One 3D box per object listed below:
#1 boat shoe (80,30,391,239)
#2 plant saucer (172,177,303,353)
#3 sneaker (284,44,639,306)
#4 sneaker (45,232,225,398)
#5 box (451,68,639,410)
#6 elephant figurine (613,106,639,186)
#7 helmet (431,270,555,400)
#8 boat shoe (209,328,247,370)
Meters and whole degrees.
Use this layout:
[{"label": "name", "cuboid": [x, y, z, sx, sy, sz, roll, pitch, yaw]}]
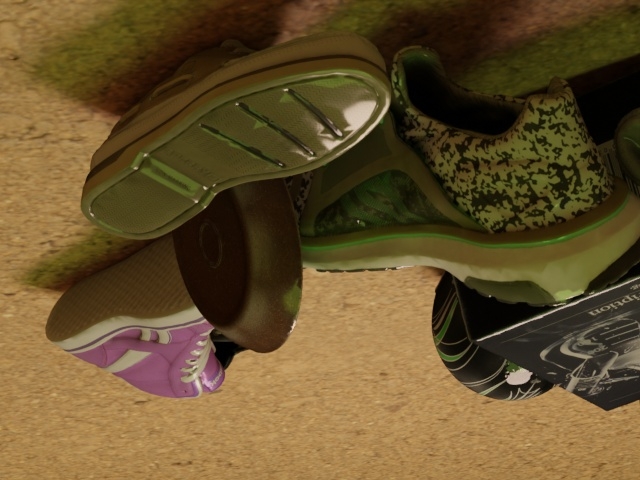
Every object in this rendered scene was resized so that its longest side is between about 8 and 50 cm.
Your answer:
[{"label": "boat shoe", "cuboid": [-0.070, -0.102, 1.476, 0.302, 0.103, 0.113, -22, 137, 36]}, {"label": "plant saucer", "cuboid": [-0.078, 0.000, 1.597, 0.036, 0.198, 0.198, -12, 163, -28]}, {"label": "sneaker", "cuboid": [0.077, -0.077, 1.520, 0.410, 0.182, 0.158, 8, -148, 42]}, {"label": "sneaker", "cuboid": [-0.124, 0.080, 1.868, 0.161, 0.102, 0.282, 38, 148, -28]}, {"label": "box", "cuboid": [0.324, -0.011, 1.693, 0.343, 0.179, 0.312, -23, 155, 24]}, {"label": "elephant figurine", "cuboid": [0.305, -0.083, 1.429, 0.169, 0.186, 0.239, 0, 136, -11]}, {"label": "helmet", "cuboid": [0.192, 0.083, 1.972, 0.169, 0.169, 0.161, 2, 140, -22]}, {"label": "boat shoe", "cuboid": [-0.134, 0.111, 2.034, 0.084, 0.079, 0.233, 4, 158, -30]}]
